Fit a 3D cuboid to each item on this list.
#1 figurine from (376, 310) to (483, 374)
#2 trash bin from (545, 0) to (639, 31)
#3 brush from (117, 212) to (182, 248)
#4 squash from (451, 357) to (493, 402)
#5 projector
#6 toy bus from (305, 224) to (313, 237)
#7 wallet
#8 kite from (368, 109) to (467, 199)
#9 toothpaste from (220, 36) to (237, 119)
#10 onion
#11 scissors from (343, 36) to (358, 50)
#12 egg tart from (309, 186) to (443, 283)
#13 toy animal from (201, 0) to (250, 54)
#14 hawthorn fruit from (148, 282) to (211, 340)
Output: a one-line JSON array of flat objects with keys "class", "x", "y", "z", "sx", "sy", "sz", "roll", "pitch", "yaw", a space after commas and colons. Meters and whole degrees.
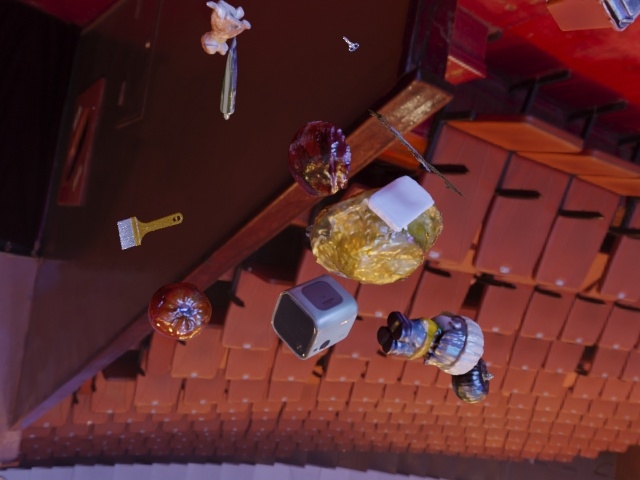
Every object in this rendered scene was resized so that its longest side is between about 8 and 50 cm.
[{"class": "figurine", "x": 0.335, "y": 0.303, "z": 1.468, "sx": 0.332, "sy": 0.185, "sz": 0.204, "roll": 1, "pitch": -138, "yaw": -42}, {"class": "trash bin", "x": 0.759, "y": -0.686, "z": 1.388, "sx": 0.184, "sy": 0.161, "sz": 0.239, "roll": 42, "pitch": 176, "yaw": -25}, {"class": "brush", "x": -0.607, "y": -0.053, "z": 1.813, "sx": 0.013, "sy": 0.103, "sz": 0.272, "roll": 11, "pitch": -158, "yaw": 34}, {"class": "squash", "x": 0.594, "y": 0.543, "z": 1.986, "sx": 0.193, "sy": 0.193, "sz": 0.156, "roll": 11, "pitch": 173, "yaw": -39}, {"class": "projector", "x": -0.026, "y": 0.319, "z": 2.130, "sx": 0.249, "sy": 0.248, "sz": 0.248, "roll": -19, "pitch": -129, "yaw": -42}, {"class": "toy bus", "x": 0.000, "y": 0.000, "z": 2.354, "sx": 0.076, "sy": 0.167, "sz": 0.073, "roll": -26, "pitch": 178, "yaw": -31}, {"class": "wallet", "x": 0.215, "y": -0.102, "z": 1.342, "sx": 0.124, "sy": 0.032, "sz": 0.183, "roll": 44, "pitch": -129, "yaw": 14}, {"class": "kite", "x": 0.227, "y": -0.238, "z": 1.292, "sx": 0.406, "sy": 0.014, "sz": 0.368, "roll": 51, "pitch": -166, "yaw": 30}, {"class": "toothpaste", "x": -0.370, "y": -0.642, "z": 2.047, "sx": 0.061, "sy": 0.098, "sz": 0.392, "roll": 12, "pitch": 147, "yaw": -8}, {"class": "onion", "x": -0.016, "y": -0.335, "z": 2.004, "sx": 0.146, "sy": 0.314, "sz": 0.280, "roll": -6, "pitch": -178, "yaw": -43}, {"class": "scissors", "x": 0.096, "y": -0.650, "z": 1.652, "sx": 0.036, "sy": 0.006, "sz": 0.083, "roll": -23, "pitch": 160, "yaw": 28}, {"class": "egg tart", "x": 0.185, "y": 0.017, "z": 1.588, "sx": 0.443, "sy": 0.178, "sz": 0.443, "roll": -8, "pitch": 142, "yaw": -6}, {"class": "toy animal", "x": -0.367, "y": -0.723, "z": 1.710, "sx": 0.185, "sy": 0.104, "sz": 0.184, "roll": -27, "pitch": 165, "yaw": 33}, {"class": "hawthorn fruit", "x": -0.387, "y": 0.196, "z": 1.390, "sx": 0.174, "sy": 0.173, "sz": 0.179, "roll": 8, "pitch": 164, "yaw": 8}]
